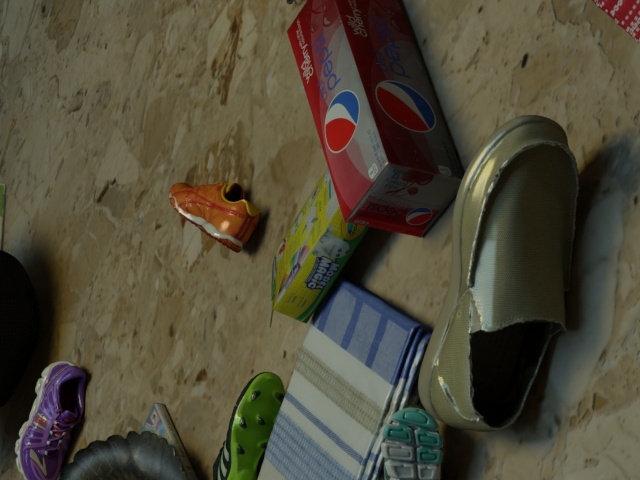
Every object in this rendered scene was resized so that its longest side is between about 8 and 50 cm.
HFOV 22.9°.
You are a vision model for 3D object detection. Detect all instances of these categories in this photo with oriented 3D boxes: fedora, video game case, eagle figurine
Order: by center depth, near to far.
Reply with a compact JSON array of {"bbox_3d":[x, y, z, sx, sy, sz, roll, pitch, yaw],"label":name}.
[{"bbox_3d":[-0.209,0.347,1.676,0.226,0.225,0.298,-39,6,3],"label":"eagle figurine"},{"bbox_3d":[-0.184,0.282,1.810,0.119,0.015,0.166,-64,33,21],"label":"video game case"},{"bbox_3d":[-0.497,0.125,2.240,0.334,0.152,0.334,-7,80,45],"label":"fedora"}]

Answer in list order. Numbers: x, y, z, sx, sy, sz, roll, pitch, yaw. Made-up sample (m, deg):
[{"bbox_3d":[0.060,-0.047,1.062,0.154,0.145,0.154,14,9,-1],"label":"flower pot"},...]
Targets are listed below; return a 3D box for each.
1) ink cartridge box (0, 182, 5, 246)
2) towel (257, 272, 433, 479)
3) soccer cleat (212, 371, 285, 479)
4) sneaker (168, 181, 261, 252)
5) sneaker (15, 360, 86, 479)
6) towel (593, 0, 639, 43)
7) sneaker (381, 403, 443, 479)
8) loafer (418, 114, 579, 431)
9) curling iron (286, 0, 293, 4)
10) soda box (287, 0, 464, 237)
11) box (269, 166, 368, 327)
[{"bbox_3d":[-0.574,0.011,2.417,0.056,0.171,0.235,-37,48,49],"label":"ink cartridge box"},{"bbox_3d":[0.014,0.187,1.495,0.209,0.034,0.285,30,103,61],"label":"towel"},{"bbox_3d":[-0.081,0.216,1.620,0.072,0.060,0.179,26,104,61],"label":"soccer cleat"},{"bbox_3d":[-0.116,-0.037,1.789,0.067,0.064,0.175,-56,36,-3],"label":"sneaker"},{"bbox_3d":[-0.346,0.241,2.052,0.071,0.068,0.170,7,84,54],"label":"sneaker"},{"bbox_3d":[0.257,-0.293,1.271,0.199,0.031,0.275,-60,36,24],"label":"towel"},{"bbox_3d":[0.081,0.217,1.356,0.076,0.065,0.167,-58,-26,-78],"label":"sneaker"},{"bbox_3d":[0.156,0.035,1.257,0.092,0.101,0.269,37,120,56],"label":"loafer"},{"bbox_3d":[0.017,-0.372,1.698,0.274,0.035,0.068,-57,36,32],"label":"curling iron"},{"bbox_3d":[0.048,-0.131,1.498,0.083,0.092,0.263,-53,38,37],"label":"soda box"},{"bbox_3d":[0.000,0.000,1.555,0.179,0.043,0.105,-55,19,30],"label":"box"}]
